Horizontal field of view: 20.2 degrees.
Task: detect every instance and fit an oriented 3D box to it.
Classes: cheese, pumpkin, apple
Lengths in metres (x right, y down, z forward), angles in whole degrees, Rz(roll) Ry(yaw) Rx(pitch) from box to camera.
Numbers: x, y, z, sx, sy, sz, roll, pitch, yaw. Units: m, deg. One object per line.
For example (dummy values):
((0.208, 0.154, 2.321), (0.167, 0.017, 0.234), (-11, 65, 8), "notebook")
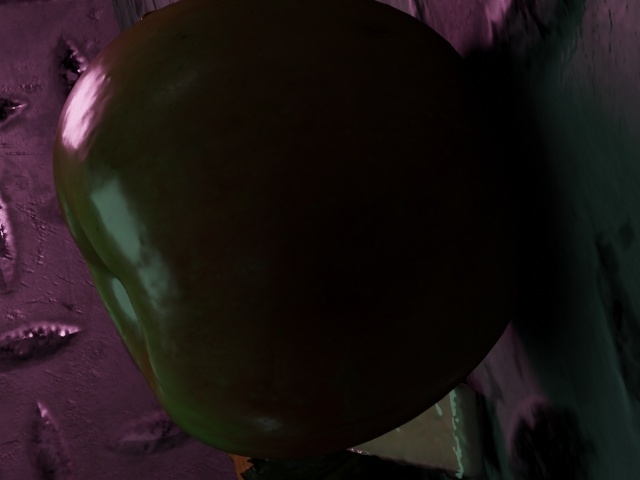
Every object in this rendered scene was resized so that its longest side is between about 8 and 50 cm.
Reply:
((0.012, 0.139, 1.549), (0.400, 0.034, 0.085), (2, 105, 57), "cheese")
((0.007, 0.247, 1.798), (0.278, 0.163, 0.111), (119, 132, -75), "pumpkin")
((-0.012, -0.016, 1.169), (0.319, 0.277, 0.319), (61, 168, 22), "apple")

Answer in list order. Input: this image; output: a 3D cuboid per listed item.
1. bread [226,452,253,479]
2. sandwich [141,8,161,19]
((-0.052, 0.137, 2.064), (0.328, 0.148, 0.337), (-121, 20, -48), "bread")
((-0.101, -0.153, 1.887), (0.187, 0.144, 0.117), (88, 167, -52), "sandwich")
